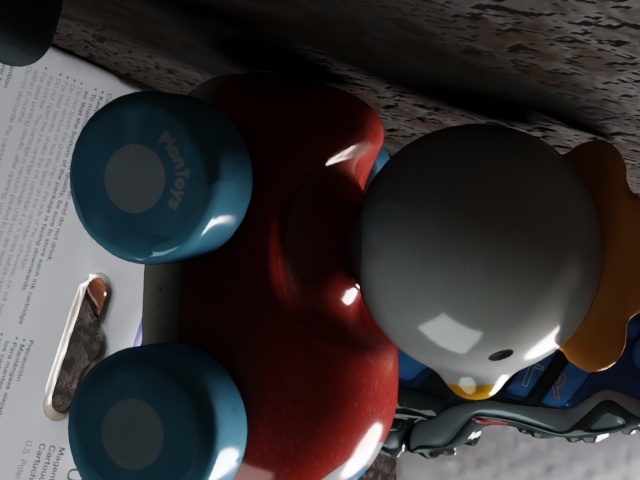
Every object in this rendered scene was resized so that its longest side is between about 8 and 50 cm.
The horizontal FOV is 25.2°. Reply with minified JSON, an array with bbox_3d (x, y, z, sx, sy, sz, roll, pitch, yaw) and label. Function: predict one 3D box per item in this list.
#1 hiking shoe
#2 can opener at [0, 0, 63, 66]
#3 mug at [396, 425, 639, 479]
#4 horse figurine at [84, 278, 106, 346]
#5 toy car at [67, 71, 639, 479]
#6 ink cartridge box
[{"bbox_3d":[0.156,0.069,1.024,0.304,0.132,0.113,-12,-161,9],"label":"hiking shoe"},{"bbox_3d":[-0.206,-0.108,0.508,0.074,0.093,0.280,13,180,30],"label":"can opener"},{"bbox_3d":[0.264,0.181,1.414,0.328,0.276,0.374,7,152,24],"label":"mug"},{"bbox_3d":[-0.200,-0.040,0.933,0.263,0.066,0.174,51,179,-1],"label":"horse figurine"},{"bbox_3d":[0.042,0.027,0.653,0.238,0.210,0.219,1,-179,24],"label":"toy car"},{"bbox_3d":[-0.244,0.029,0.792,0.071,0.324,0.330,14,175,44],"label":"ink cartridge box"}]
